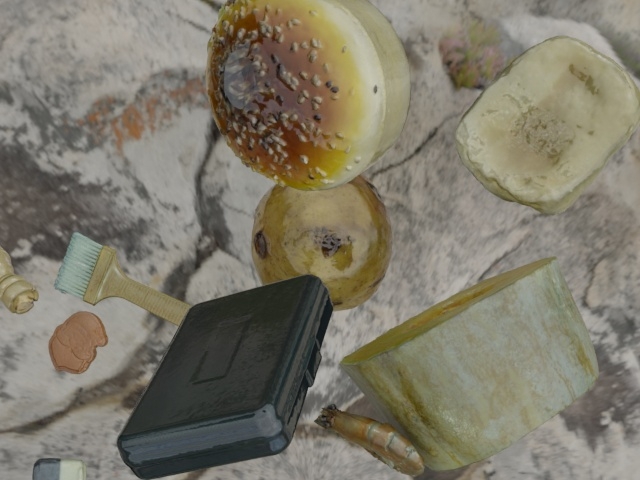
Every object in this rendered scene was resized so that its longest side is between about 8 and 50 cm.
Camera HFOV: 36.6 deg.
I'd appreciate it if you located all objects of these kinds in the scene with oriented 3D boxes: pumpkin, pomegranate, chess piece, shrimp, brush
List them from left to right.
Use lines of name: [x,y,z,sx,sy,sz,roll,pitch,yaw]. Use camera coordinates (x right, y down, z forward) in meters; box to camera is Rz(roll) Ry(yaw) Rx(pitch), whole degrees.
chess piece: [-0.469,0.057,1.432,0.122,0.066,0.066,35,77,30]
brush: [-0.237,0.069,1.261,0.218,0.010,0.082,24,99,0]
pomegranate: [0.000,0.000,1.772,0.281,0.281,0.281,0,75,-1]
shrimp: [0.065,0.263,1.284,0.180,0.099,0.041,18,63,38]
pumpkin: [0.212,0.176,1.335,0.332,0.332,0.199,-24,88,-7]

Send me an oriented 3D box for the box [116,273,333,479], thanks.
box: [-0.081,0.118,0.885,0.160,0.230,0.050,-15,114,19]

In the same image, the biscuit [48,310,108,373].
biscuit: [-0.457,0.192,1.813,0.130,0.019,0.102,-45,72,12]

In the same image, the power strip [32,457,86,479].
power strip: [-0.314,0.393,1.152,0.070,0.105,0.257,4,74,-12]

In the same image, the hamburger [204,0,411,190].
hamburger: [-0.016,-0.094,0.586,0.081,0.126,0.141,-19,51,-44]

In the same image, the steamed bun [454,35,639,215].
steamed bun: [0.240,-0.108,0.995,0.172,0.155,0.141,-46,73,10]
